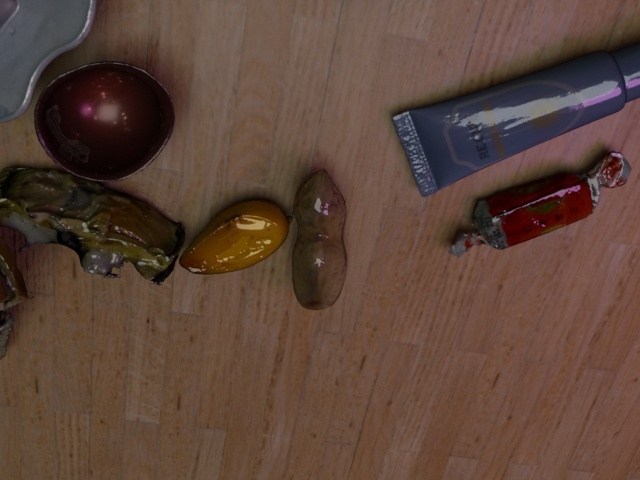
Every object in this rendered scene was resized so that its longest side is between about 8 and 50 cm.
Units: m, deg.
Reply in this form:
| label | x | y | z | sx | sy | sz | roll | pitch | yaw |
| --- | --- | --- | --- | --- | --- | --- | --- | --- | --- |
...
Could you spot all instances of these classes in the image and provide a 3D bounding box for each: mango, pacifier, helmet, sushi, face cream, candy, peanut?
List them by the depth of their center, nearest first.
| label | x | y | z | sx | sy | sz | roll | pitch | yaw |
| --- | --- | --- | --- | --- | --- | --- | --- | --- | --- |
| pacifier | -0.405 | -0.277 | 0.697 | 0.287 | 0.226 | 0.238 | -38 | 94 | 15 |
| helmet | -0.280 | -0.175 | 0.813 | 0.175 | 0.106 | 0.155 | -33 | 123 | 10 |
| face cream | 0.302 | -0.183 | 0.850 | 0.385 | 0.086 | 0.136 | -20 | 116 | 13 |
| sushi | -0.345 | -0.014 | 0.879 | 0.291 | 0.139 | 0.131 | 24 | 121 | -16 |
| peanut | -0.001 | 0.000 | 0.916 | 0.085 | 0.104 | 0.228 | 3 | 115 | 4 |
| mango | -0.126 | -0.003 | 0.925 | 0.187 | 0.066 | 0.101 | -29 | 125 | 5 |
| candy | 0.327 | -0.049 | 0.929 | 0.292 | 0.059 | 0.086 | -23 | 119 | 10 |

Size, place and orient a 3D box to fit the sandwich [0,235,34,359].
| label | x | y | z | sx | sy | sz | roll | pitch | yaw |
| --- | --- | --- | --- | --- | --- | --- | --- | --- | --- |
| sandwich | -0.517 | 0.104 | 0.890 | 0.254 | 0.099 | 0.288 | 10 | 123 | 31 |
